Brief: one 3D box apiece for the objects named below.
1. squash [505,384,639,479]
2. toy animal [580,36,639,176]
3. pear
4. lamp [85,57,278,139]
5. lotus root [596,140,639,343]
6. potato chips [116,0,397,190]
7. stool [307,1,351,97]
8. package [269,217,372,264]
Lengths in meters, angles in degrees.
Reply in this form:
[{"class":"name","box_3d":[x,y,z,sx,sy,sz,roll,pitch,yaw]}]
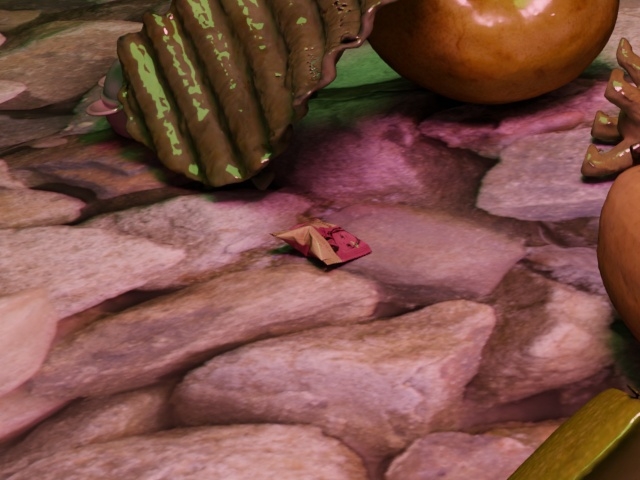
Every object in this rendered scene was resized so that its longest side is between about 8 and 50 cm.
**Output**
[{"class":"squash","box_3d":[0.115,0.225,0.915,0.288,0.203,0.111,-50,34,-6]},{"class":"toy animal","box_3d":[0.334,-0.130,1.617,0.101,0.103,0.218,17,26,8]},{"class":"pear","box_3d":[0.176,-0.293,1.788,0.304,0.304,0.304,-7,23,3]},{"class":"lamp","box_3d":[-0.150,-0.192,1.876,0.246,0.108,0.179,-6,27,4]},{"class":"lotus root","box_3d":[0.307,0.028,1.140,0.183,0.183,0.310,-10,25,-5]},{"class":"potato chips","box_3d":[-0.058,-0.230,1.666,0.373,0.097,0.389,-56,40,-1]},{"class":"stool","box_3d":[0.031,-0.318,2.032,0.243,0.170,0.270,-18,25,-19]},{"class":"package","box_3d":[0.000,0.000,1.479,0.059,0.029,0.083,-18,35,-40]}]
